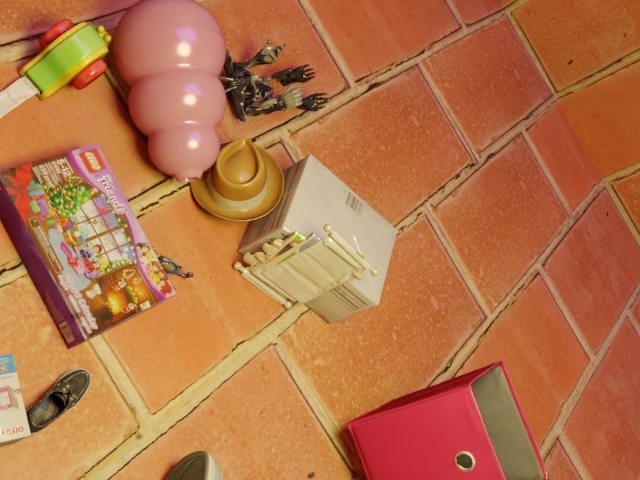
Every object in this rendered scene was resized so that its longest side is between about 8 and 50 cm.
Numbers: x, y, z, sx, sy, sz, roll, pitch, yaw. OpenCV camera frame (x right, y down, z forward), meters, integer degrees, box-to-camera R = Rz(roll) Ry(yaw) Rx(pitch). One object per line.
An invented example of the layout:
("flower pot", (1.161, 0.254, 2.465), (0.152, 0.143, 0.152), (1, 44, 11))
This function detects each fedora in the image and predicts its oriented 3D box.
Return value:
("fedora", (-0.155, -0.131, 1.642), (0.194, 0.079, 0.194), (6, 56, -8))

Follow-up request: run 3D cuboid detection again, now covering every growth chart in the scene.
("growth chart", (-0.033, 0.050, 1.620), (0.172, 0.237, 0.021), (48, 33, -29))

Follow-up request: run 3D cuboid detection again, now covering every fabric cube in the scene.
("fabric cube", (0.248, 0.403, 1.648), (0.259, 0.258, 0.254), (-5, 73, -65))

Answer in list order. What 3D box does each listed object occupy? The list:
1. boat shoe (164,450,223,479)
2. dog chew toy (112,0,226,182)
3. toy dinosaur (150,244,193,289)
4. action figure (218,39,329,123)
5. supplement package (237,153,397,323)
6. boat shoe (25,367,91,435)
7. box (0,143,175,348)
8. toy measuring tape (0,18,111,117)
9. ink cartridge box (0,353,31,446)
("boat shoe", (-0.197, 0.483, 1.310), (0.103, 0.118, 0.320), (38, 42, -42))
("dog chew toy", (-0.265, -0.271, 1.579), (0.206, 0.206, 0.332), (-1, 79, -46))
("toy dinosaur", (-0.261, 0.042, 1.529), (0.082, 0.047, 0.090), (22, 43, -59))
("action figure", (-0.103, -0.333, 1.812), (0.275, 0.141, 0.164), (-10, 79, -51))
("supplement package", (0.000, 0.000, 1.736), (0.262, 0.145, 0.204), (40, 46, -25))
("boat shoe", (-0.389, 0.239, 1.292), (0.049, 0.040, 0.142), (54, 42, -10))
("box", (-0.385, 0.002, 1.407), (0.201, 0.057, 0.293), (-29, 91, -50))
("toy measuring tape", (-0.453, -0.288, 1.448), (0.121, 0.121, 0.330), (52, 42, -13))
("ink cartridge box", (-0.467, 0.229, 1.210), (0.088, 0.052, 0.123), (-5, 75, -47))
